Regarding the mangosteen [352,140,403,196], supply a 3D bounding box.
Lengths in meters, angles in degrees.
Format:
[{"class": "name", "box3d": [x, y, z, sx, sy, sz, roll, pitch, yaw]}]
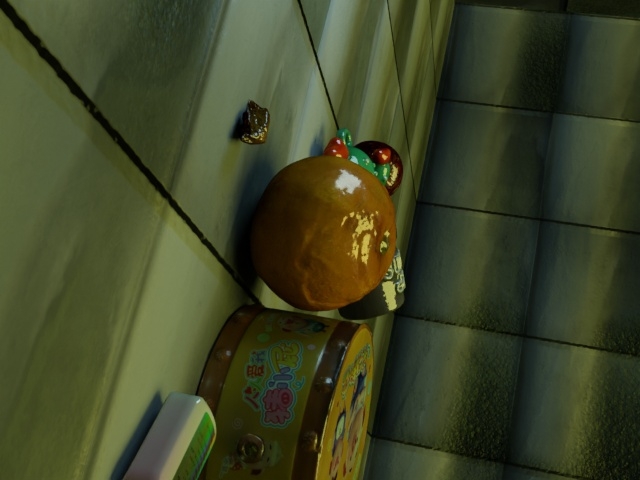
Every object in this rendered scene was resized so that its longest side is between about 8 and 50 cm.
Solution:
[{"class": "mangosteen", "box3d": [0.112, -0.166, 2.091, 0.146, 0.181, 0.155, -18, 104, -29]}]

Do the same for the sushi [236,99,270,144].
[{"class": "sushi", "box3d": [-0.101, -0.170, 1.287, 0.099, 0.047, 0.050, -93, -165, -57]}]

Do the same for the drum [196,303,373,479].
[{"class": "drum", "box3d": [-0.057, 0.322, 1.438, 0.431, 0.214, 0.430, 9, 90, -76]}]

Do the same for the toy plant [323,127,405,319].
[{"class": "toy plant", "box3d": [0.076, -0.042, 1.845, 0.280, 0.185, 0.400, -24, 108, -34]}]

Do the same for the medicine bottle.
[{"class": "medicine bottle", "box3d": [-0.202, 0.304, 1.082, 0.219, 0.078, 0.115, -66, 162, -50]}]

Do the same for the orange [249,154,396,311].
[{"class": "orange", "box3d": [0.002, -0.012, 1.425, 0.261, 0.261, 0.260, 9, 90, -78]}]
